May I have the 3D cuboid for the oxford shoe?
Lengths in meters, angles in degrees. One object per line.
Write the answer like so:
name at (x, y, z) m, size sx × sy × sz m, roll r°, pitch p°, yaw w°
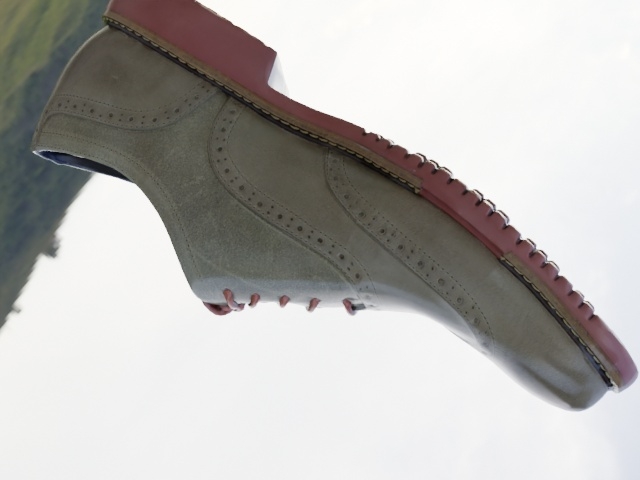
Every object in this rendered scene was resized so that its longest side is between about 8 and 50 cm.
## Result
oxford shoe at (0.000, 0.000, 0.585) m, size 0.130 × 0.348 × 0.123 m, roll -54°, pitch 165°, yaw -4°
